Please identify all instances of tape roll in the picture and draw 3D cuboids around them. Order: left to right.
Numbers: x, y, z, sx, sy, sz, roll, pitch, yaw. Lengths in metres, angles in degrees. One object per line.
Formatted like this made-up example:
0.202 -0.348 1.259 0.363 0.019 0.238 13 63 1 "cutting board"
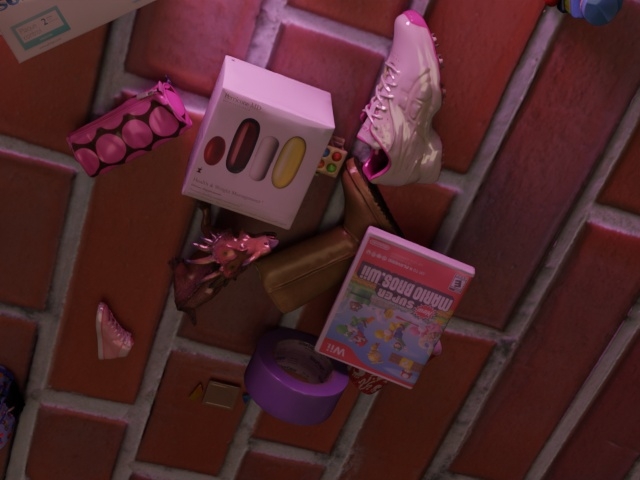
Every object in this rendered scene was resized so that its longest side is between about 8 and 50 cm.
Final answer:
-0.046 0.260 1.679 0.189 0.189 0.080 19 119 -14 "tape roll"

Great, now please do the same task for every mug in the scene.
0.150 0.233 1.722 0.169 0.113 0.150 -39 113 21 "mug"

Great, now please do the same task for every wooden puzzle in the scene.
-0.206 0.319 1.806 0.116 0.014 0.078 22 121 -15 "wooden puzzle"

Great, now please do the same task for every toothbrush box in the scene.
-0.329 -0.389 1.220 0.216 0.295 0.126 -22 119 9 "toothbrush box"

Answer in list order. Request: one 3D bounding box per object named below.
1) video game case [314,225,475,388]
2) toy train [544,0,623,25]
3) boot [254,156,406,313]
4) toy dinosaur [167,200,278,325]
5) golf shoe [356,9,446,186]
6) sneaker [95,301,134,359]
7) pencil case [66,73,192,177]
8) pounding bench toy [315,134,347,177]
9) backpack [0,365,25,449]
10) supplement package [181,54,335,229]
0.130 0.128 1.593 0.204 0.025 0.285 22 120 -2 "video game case"
0.401 -0.455 1.313 0.105 0.143 0.248 -9 121 2 "toy train"
0.000 0.000 1.589 0.269 0.089 0.236 -24 118 12 "boot"
-0.200 0.056 1.543 0.127 0.200 0.296 26 116 -17 "toy dinosaur"
0.129 -0.221 1.440 0.140 0.115 0.306 -12 120 -11 "golf shoe"
-0.397 0.174 1.689 0.070 0.051 0.134 1 124 -6 "sneaker"
-0.324 -0.187 1.459 0.209 0.095 0.098 -28 153 10 "pencil case"
0.006 -0.137 1.521 0.052 0.065 0.083 18 118 -14 "pounding bench toy"
-0.675 0.343 1.699 0.158 0.173 0.117 -6 121 1 "backpack"
-0.103 -0.162 1.451 0.194 0.149 0.203 18 119 -13 "supplement package"
